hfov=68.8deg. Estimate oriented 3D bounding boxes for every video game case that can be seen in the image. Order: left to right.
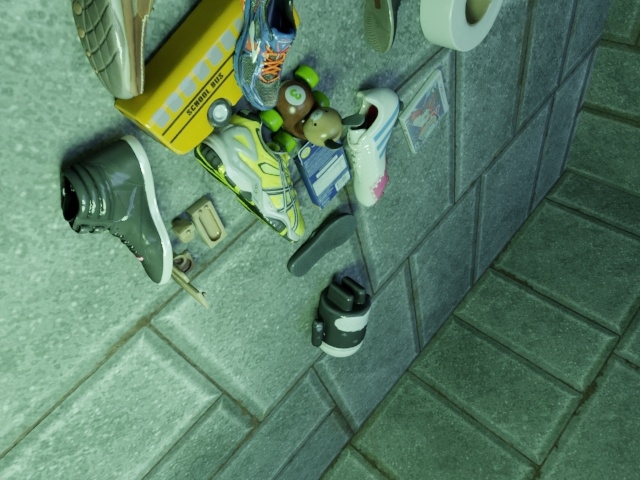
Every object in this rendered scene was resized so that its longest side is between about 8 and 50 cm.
[{"bbox_3d":[0.333,-0.404,1.481,0.201,0.023,0.183,-53,147,-7],"label":"video game case"}]

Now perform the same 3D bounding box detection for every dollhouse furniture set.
[{"bbox_3d":[-0.243,0.025,0.982,0.151,0.123,0.144,-43,145,-22],"label":"dollhouse furniture set"}]

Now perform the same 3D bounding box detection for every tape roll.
[{"bbox_3d":[0.393,-0.670,1.269,0.286,0.100,0.286,-33,140,-34],"label":"tape roll"}]

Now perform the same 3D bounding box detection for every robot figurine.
[{"bbox_3d":[0.071,0.257,1.557,0.209,0.173,0.278,3,123,-6],"label":"robot figurine"}]

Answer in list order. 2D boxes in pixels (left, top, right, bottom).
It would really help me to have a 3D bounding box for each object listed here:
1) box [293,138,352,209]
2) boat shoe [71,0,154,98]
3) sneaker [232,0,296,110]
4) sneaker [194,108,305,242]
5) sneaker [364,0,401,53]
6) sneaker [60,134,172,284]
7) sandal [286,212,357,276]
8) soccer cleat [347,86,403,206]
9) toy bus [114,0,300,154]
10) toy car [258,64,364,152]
[{"bbox_3d":[0.007,-0.197,1.209,0.136,0.036,0.225,-47,147,-16],"label":"box"},{"bbox_3d":[-0.267,-0.358,0.639,0.116,0.123,0.324,-28,139,-41],"label":"boat shoe"},{"bbox_3d":[-0.084,-0.315,0.744,0.083,0.087,0.221,-23,131,-38],"label":"sneaker"},{"bbox_3d":[-0.107,-0.122,1.025,0.147,0.145,0.384,-52,148,-9],"label":"sneaker"},{"bbox_3d":[0.167,-0.556,1.078,0.118,0.083,0.222,-39,142,-27],"label":"sneaker"},{"bbox_3d":[-0.358,-0.025,0.818,0.147,0.104,0.295,-29,132,-34],"label":"sneaker"},{"bbox_3d":[-0.001,0.000,1.362,0.254,0.054,0.097,-38,137,-12],"label":"sandal"},{"bbox_3d":[0.119,-0.248,1.265,0.143,0.116,0.331,-9,121,-36],"label":"soccer cleat"},{"bbox_3d":[-0.184,-0.306,0.800,0.332,0.108,0.130,-53,144,-7],"label":"toy bus"},{"bbox_3d":[-0.006,-0.258,1.000,0.155,0.188,0.149,-52,147,-10],"label":"toy car"}]
